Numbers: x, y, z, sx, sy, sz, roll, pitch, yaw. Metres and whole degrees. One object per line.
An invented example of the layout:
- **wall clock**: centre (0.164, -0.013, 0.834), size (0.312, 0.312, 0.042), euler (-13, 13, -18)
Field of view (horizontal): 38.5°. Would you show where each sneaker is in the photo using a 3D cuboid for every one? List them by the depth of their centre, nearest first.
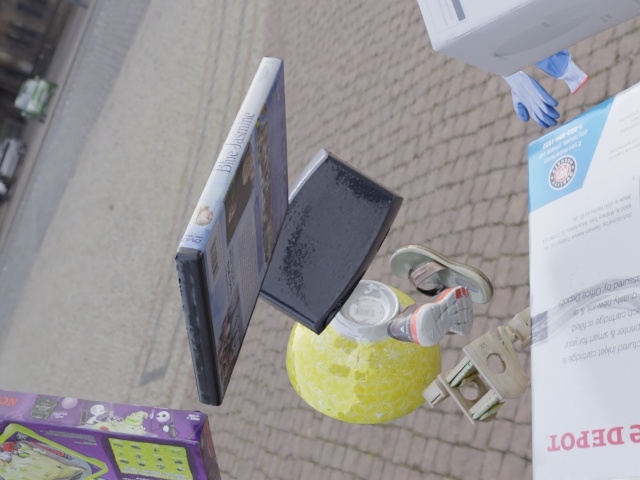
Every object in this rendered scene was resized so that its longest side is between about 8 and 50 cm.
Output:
- **sneaker**: centre (0.130, 0.088, 1.088), size (0.065, 0.158, 0.061), euler (-4, 91, 34)

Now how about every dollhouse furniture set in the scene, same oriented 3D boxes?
- **dollhouse furniture set**: centre (0.274, 0.206, 1.410), size (0.101, 0.161, 0.182), euler (54, 150, 18)

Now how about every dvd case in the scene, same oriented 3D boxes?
- **dvd case**: centre (-0.067, -0.012, 0.780), size (0.180, 0.022, 0.253), euler (90, -169, -45)

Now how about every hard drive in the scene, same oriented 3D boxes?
- **hard drive**: centre (0.000, 0.000, 1.417), size (0.255, 0.172, 0.054), euler (-58, -2, -2)

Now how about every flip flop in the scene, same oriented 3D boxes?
- **flip flop**: centre (0.258, 0.089, 2.058), size (0.277, 0.112, 0.080), euler (22, 55, 39)

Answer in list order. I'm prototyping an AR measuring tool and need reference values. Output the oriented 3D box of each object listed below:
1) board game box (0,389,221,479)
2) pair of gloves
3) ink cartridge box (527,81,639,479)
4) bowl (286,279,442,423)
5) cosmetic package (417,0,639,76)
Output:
- **board game box**: centre (-0.298, 0.265, 1.122), size (0.056, 0.346, 0.208), euler (-77, -10, -47)
- **pair of gloves**: centre (0.379, -0.287, 1.607), size (0.023, 0.159, 0.198), euler (-31, -16, -28)
- **ink cartridge box**: centre (0.281, 0.039, 0.718), size (0.223, 0.129, 0.308), euler (-29, 53, 58)
- **bowl**: centre (0.079, 0.163, 1.634), size (0.289, 0.289, 0.156), euler (-92, 1, -47)
- **cosmetic package**: centre (0.228, -0.279, 0.899), size (0.224, 0.224, 0.138), euler (-21, 83, 27)
